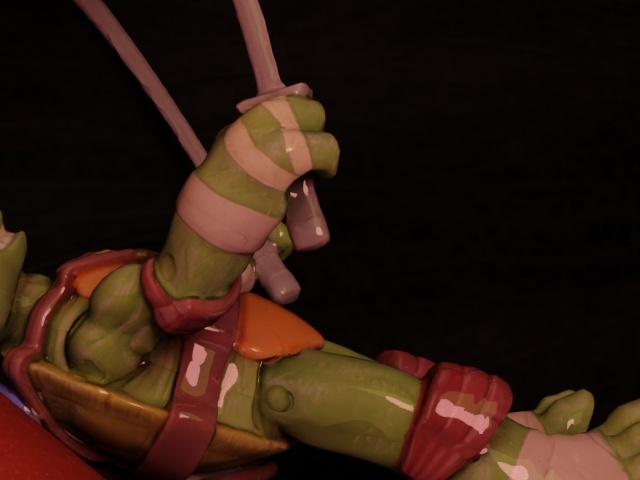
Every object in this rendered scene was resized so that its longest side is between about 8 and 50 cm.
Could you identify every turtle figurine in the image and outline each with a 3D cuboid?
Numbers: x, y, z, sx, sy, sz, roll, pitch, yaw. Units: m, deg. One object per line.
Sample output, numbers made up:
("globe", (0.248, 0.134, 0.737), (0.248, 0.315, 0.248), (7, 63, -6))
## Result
("turtle figurine", (0.000, 0.000, 0.683), (0.266, 0.198, 0.275), (27, 51, -10))

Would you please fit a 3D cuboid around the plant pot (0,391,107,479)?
("plant pot", (-0.151, 0.135, 0.510), (0.265, 0.272, 0.272), (43, 53, 11))
